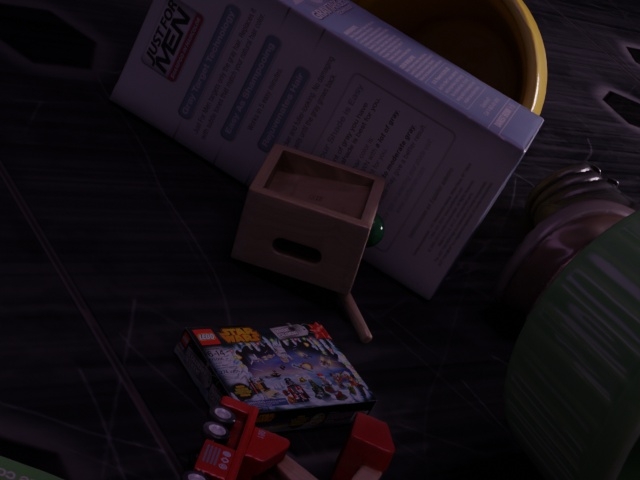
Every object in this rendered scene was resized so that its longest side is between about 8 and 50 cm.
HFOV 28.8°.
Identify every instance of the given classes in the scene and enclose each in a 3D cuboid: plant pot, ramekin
[{"bbox_3d":[0.129,-0.179,1.375,0.254,0.254,0.239,36,13,11],"label":"plant pot"},{"bbox_3d":[0.292,0.109,0.985,0.303,0.303,0.148,5,29,-37],"label":"ramekin"}]

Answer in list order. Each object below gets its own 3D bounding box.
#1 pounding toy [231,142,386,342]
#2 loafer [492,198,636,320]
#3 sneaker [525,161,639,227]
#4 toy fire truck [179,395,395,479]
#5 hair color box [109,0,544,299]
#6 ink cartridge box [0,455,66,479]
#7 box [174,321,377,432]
[{"bbox_3d":[0.000,0.000,1.116,0.141,0.100,0.130,18,28,2],"label":"pounding toy"},{"bbox_3d":[0.331,0.051,1.272,0.366,0.134,0.130,4,37,-39],"label":"loafer"},{"bbox_3d":[0.364,-0.023,1.450,0.296,0.104,0.147,2,44,-34],"label":"sneaker"},{"bbox_3d":[-0.023,0.164,0.839,0.135,0.047,0.192,22,21,-2],"label":"toy fire truck"},{"bbox_3d":[0.003,-0.128,1.208,0.374,0.185,0.113,32,29,5],"label":"hair color box"},{"bbox_3d":[-0.151,0.246,0.445,0.117,0.201,0.278,24,29,-9],"label":"ink cartridge box"},{"bbox_3d":[-0.034,0.105,0.965,0.137,0.027,0.094,0,39,-42],"label":"box"}]
